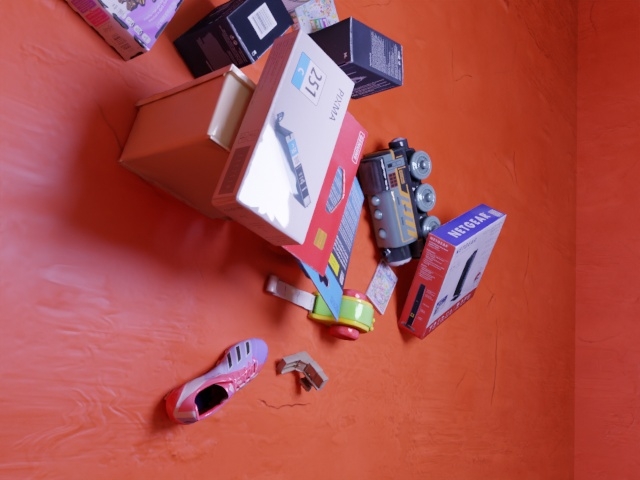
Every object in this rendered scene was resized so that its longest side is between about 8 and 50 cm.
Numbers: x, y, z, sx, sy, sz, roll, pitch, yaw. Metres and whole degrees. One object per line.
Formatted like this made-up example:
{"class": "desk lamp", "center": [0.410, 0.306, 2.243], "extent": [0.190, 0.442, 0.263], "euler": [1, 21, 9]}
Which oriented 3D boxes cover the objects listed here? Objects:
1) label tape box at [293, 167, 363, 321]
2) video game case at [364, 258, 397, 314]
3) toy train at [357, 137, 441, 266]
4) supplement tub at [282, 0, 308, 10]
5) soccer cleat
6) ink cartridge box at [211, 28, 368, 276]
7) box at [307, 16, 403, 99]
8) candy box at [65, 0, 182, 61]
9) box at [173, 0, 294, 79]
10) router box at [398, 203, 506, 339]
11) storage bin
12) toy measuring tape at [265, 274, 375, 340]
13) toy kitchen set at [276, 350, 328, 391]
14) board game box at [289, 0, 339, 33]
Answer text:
{"class": "label tape box", "center": [-0.015, -0.037, 1.160], "extent": [0.241, 0.105, 0.334], "euler": [61, 35, -46]}
{"class": "video game case", "center": [0.163, 0.122, 1.497], "extent": [0.087, 0.011, 0.122], "euler": [51, 51, -33]}
{"class": "toy train", "center": [0.204, -0.097, 1.485], "extent": [0.190, 0.142, 0.334], "euler": [-20, 104, -36]}
{"class": "supplement tub", "center": [-0.030, -0.595, 1.086], "extent": [0.235, 0.324, 0.236], "euler": [-1, 91, -40]}
{"class": "soccer cleat", "center": [-0.170, 0.257, 1.036], "extent": [0.248, 0.095, 0.083], "euler": [-27, 106, -47]}
{"class": "ink cartridge box", "center": [-0.011, -0.126, 0.883], "extent": [0.261, 0.066, 0.296], "euler": [35, 63, -41]}
{"class": "box", "center": [0.079, -0.427, 1.348], "extent": [0.207, 0.153, 0.108], "euler": [6, 82, -49]}
{"class": "candy box", "center": [-0.337, -0.430, 0.930], "extent": [0.196, 0.070, 0.165], "euler": [44, 55, -38]}
{"class": "box", "center": [-0.162, -0.390, 1.061], "extent": [0.093, 0.158, 0.156], "euler": [57, 48, -29]}
{"class": "router box", "center": [0.371, 0.080, 1.581], "extent": [0.335, 0.082, 0.301], "euler": [-25, 136, -47]}
{"class": "storage bin", "center": [-0.157, -0.141, 0.963], "extent": [0.260, 0.262, 0.123], "euler": [33, 63, -42]}
{"class": "toy measuring tape", "center": [0.026, 0.147, 1.260], "extent": [0.330, 0.121, 0.122], "euler": [32, 63, -43]}
{"class": "toy kitchen set", "center": [-0.045, 0.295, 1.203], "extent": [0.075, 0.083, 0.068], "euler": [-4, 131, -49]}
{"class": "board game box", "center": [-0.019, -0.548, 1.343], "extent": [0.154, 0.026, 0.104], "euler": [-33, 111, -46]}
